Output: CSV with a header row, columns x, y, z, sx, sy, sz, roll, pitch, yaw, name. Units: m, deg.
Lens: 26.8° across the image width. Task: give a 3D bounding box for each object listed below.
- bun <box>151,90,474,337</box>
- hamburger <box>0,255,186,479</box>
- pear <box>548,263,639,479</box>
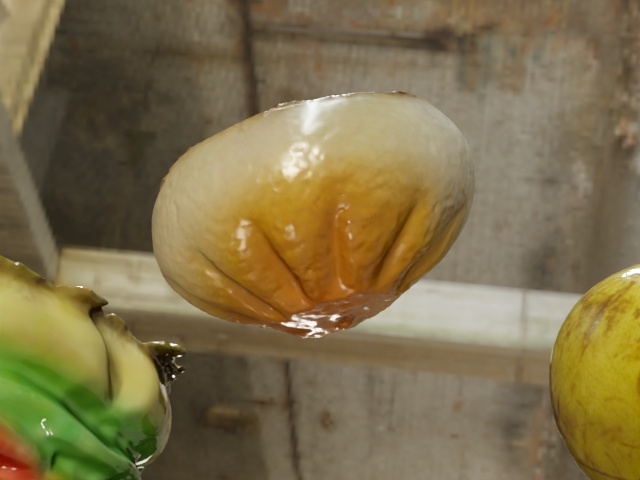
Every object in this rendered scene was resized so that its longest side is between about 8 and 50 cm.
x,y,z,sx,sy,sz,roll,pitch,yaw,name
0.000,0.000,1.187,0.299,0.299,0.165,75,180,-73,bun
-0.173,0.107,0.581,0.237,0.237,0.149,83,-167,-64,hamburger
0.368,0.152,1.345,0.281,0.280,0.281,5,-90,-84,pear
